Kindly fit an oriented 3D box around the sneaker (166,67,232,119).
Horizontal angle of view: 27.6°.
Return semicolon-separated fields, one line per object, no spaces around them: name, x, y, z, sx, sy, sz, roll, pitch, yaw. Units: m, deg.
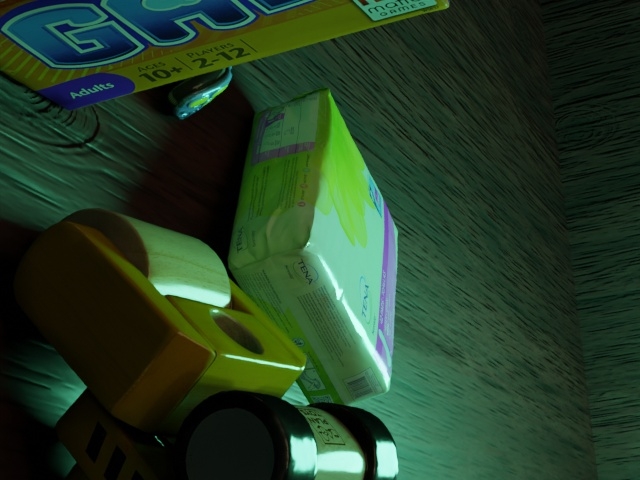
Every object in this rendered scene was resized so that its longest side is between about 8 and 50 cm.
sneaker;-0.124;-0.192;1.309;0.078;0.067;0.188;39;42;-24

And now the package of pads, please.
package of pads;0.000;0.000;1.390;0.296;0.101;0.229;-85;152;-51

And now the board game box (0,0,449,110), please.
board game box;-0.145;-0.355;0.955;0.356;0.356;0.356;31;51;-58

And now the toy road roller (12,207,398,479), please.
toy road roller;-0.127;0.158;1.015;0.329;0.240;0.202;46;11;26
